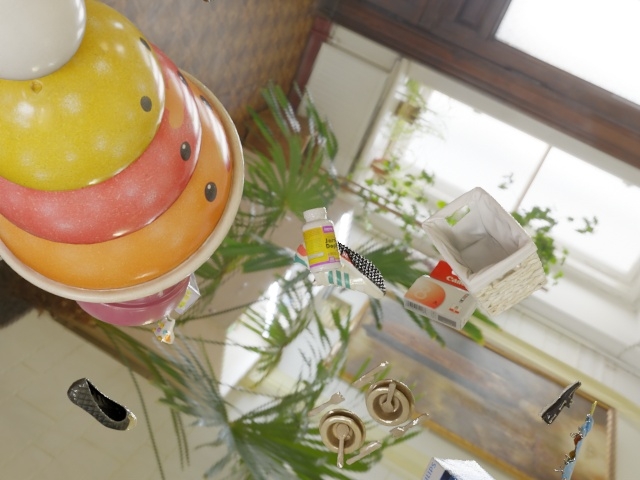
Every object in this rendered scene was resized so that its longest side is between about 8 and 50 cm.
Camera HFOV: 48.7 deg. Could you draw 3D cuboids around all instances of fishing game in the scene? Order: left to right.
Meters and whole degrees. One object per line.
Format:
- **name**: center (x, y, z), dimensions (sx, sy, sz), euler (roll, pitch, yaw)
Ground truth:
- **fishing game**: center (0.521, 0.448, 1.473), dimensions (0.264, 0.041, 0.189), euler (-42, 143, -46)

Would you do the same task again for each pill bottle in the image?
- **pill bottle**: center (0.000, 0.000, 0.942), dimensions (0.043, 0.043, 0.083), euler (27, 50, -80)

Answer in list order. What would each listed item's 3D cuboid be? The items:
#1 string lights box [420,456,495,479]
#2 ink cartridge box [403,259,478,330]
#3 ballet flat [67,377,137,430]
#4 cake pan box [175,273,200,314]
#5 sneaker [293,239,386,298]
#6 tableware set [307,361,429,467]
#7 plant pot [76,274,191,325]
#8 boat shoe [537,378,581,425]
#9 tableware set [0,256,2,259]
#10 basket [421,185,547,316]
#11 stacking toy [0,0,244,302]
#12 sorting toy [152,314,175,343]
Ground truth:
- **string lights box**: center (0.319, 0.519, 1.334), dimensions (0.133, 0.260, 0.076), euler (17, 101, -35)
- **ink cartridge box**: center (0.295, 0.110, 1.608), dimensions (0.179, 0.145, 0.045), euler (-48, 145, -33)
- **ballet flat**: center (-0.427, 0.331, 1.408), dimensions (0.049, 0.173, 0.057), euler (-33, -142, 15)
- **cake pan box**: center (-0.387, 0.018, 1.554), dimensions (0.070, 0.246, 0.267), euler (-42, -153, 3)
- **sneaker**: center (0.028, 0.052, 1.139), dimensions (0.075, 0.161, 0.057), euler (-49, -168, 25)
- **tableware set**: center (0.077, 0.313, 1.228), dimensions (0.194, 0.128, 0.039), euler (-37, -177, 21)
- **plant pot**: center (-0.299, 0.008, 1.137), dimensions (0.201, 0.201, 0.180), euler (-52, 171, -42)
- **boat shoe**: center (0.554, 0.370, 1.613), dimensions (0.125, 0.038, 0.046), euler (-45, 154, 6)
- **tableware set**: center (-0.592, -0.023, 1.365), dimensions (0.154, 0.024, 0.104), euler (-83, -176, -66)
- **basket**: center (0.245, 0.018, 1.055), dimensions (0.113, 0.167, 0.103), euler (-33, 128, 5)
- **stacking toy**: center (-0.266, -0.136, 0.754), dimensions (0.350, 0.351, 0.480), euler (-59, 176, -14)
- **sorting toy**: center (-0.470, 0.259, 2.151), dimensions (0.045, 0.083, 0.075), euler (18, 106, -44)
